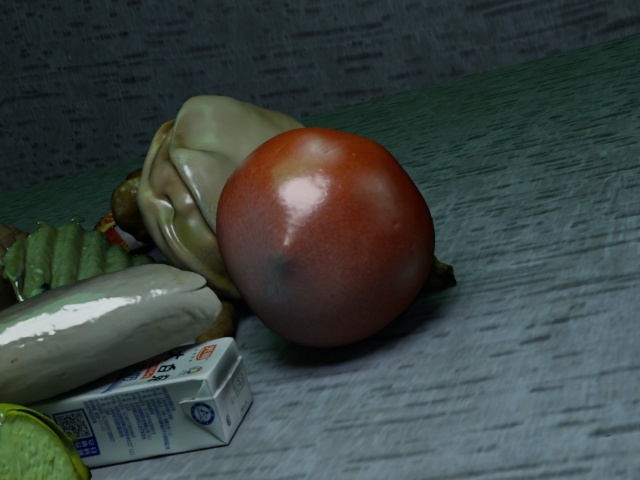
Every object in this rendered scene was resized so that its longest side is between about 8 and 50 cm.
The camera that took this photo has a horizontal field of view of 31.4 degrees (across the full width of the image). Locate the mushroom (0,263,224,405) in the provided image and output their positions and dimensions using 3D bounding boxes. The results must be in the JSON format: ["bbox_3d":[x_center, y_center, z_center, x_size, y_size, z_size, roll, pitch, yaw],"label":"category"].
[{"bbox_3d":[-0.338,0.128,1.472,0.408,0.137,0.154,-16,27,-25],"label":"mushroom"}]

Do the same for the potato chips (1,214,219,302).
[{"bbox_3d":[-0.359,0.067,2.055,0.373,0.097,0.389,19,19,7],"label":"potato chips"}]

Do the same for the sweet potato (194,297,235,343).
[{"bbox_3d":[-0.168,0.143,1.778,0.068,0.060,0.206,-52,5,18],"label":"sweet potato"}]

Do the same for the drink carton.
[{"bbox_3d":[-0.256,0.222,1.500,0.315,0.106,0.130,-12,18,16],"label":"drink carton"}]

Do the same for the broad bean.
[{"bbox_3d":[-0.297,-0.066,2.083,0.156,0.122,0.228,-24,-10,9],"label":"broad bean"}]

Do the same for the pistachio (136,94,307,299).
[{"bbox_3d":[-0.141,-0.075,1.944,0.281,0.365,0.445,-34,2,25],"label":"pistachio"}]

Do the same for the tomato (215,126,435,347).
[{"bbox_3d":[0.000,0.000,1.601,0.322,0.321,0.321,-16,15,4],"label":"tomato"}]

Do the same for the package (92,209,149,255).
[{"bbox_3d":[-0.421,-0.027,2.528,0.223,0.108,0.288,-37,1,18],"label":"package"}]

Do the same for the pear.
[{"bbox_3d":[-0.451,0.304,1.297,0.282,0.176,0.286,-14,14,19],"label":"pear"}]

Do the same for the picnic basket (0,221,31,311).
[{"bbox_3d":[-0.683,0.050,2.142,0.337,0.293,0.337,-5,50,6],"label":"picnic basket"}]

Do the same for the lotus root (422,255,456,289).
[{"bbox_3d":[0.120,0.039,1.763,0.191,0.094,0.108,3,59,41],"label":"lotus root"}]
